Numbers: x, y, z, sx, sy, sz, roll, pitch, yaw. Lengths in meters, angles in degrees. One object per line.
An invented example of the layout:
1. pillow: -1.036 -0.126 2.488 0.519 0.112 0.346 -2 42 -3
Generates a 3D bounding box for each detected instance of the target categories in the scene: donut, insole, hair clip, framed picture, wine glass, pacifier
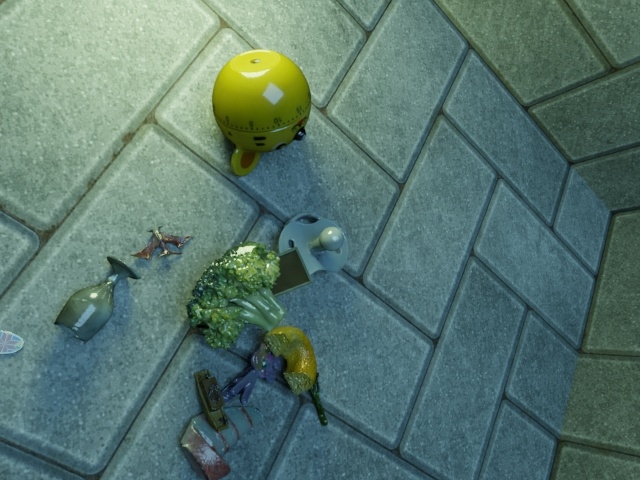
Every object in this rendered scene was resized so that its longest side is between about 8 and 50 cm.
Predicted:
1. donut: -0.091 0.390 1.703 0.259 0.101 0.152 61 25 -12
2. insole: -0.893 0.263 1.286 0.193 0.006 0.065 19 72 -30
3. hair clip: -0.215 0.448 1.643 0.278 0.090 0.137 -44 111 -30
4. framed picture: -0.132 0.116 1.721 0.142 0.183 0.011 65 16 -7
5. wine glass: -0.637 0.167 1.398 0.126 0.126 0.241 41 61 -21
6. pacifier: 0.000 0.000 1.768 0.299 0.233 0.244 -8 83 -34

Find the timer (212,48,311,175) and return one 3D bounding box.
1. timer: -0.191 -0.442 1.685 0.376 0.376 0.387 -45 149 -30

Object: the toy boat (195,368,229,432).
1. toy boat: -0.340 0.503 1.533 0.057 0.077 0.201 -10 66 -38

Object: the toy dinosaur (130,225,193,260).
1. toy dinosaur: -0.506 0.008 1.562 0.220 0.032 0.108 -23 92 -35

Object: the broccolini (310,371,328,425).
1. broccolini: -0.009 0.573 1.789 0.067 0.058 0.216 -18 102 7

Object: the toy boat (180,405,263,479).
1. toy boat: -0.304 0.618 1.571 0.282 0.096 0.206 -33 85 -41

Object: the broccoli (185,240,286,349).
1. broccoli: -0.240 0.170 1.534 0.281 0.293 0.348 42 97 1
